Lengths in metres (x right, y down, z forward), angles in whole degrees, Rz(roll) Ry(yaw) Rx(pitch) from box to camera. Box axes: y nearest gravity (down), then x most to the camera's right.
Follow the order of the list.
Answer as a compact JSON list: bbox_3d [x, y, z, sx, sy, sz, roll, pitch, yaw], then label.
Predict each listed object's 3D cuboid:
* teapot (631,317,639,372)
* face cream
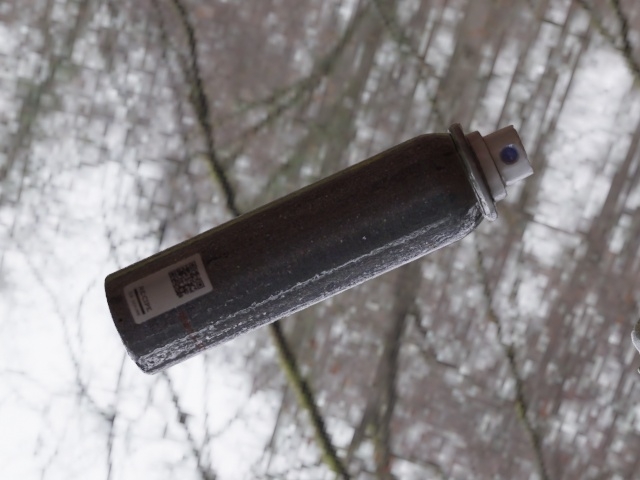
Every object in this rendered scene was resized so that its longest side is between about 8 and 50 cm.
[{"bbox_3d":[0.256,0.082,1.069,0.064,0.064,0.083,-16,-158,50],"label":"teapot"},{"bbox_3d":[0.000,0.000,0.970,0.283,0.073,0.073,-24,-156,5],"label":"face cream"}]
